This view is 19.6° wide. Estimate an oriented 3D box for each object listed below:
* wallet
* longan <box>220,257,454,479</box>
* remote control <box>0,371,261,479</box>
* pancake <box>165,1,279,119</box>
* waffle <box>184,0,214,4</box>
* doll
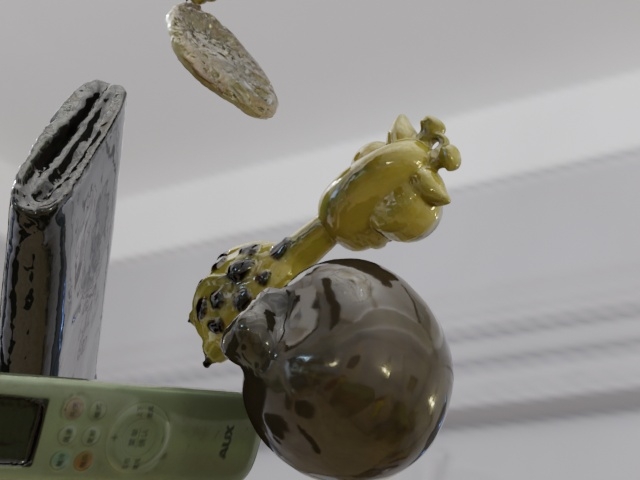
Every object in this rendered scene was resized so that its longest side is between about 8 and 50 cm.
[{"bbox_3d":[-0.253,0.067,1.765,0.062,0.228,0.406,15,-54,4],"label":"wallet"},{"bbox_3d":[0.013,0.103,1.508,0.204,0.185,0.159,20,-22,-26],"label":"longan"},{"bbox_3d":[-0.172,0.152,1.493,0.309,0.090,0.038,10,11,-42],"label":"remote control"},{"bbox_3d":[-0.088,-0.162,1.695,0.022,0.139,0.139,-43,-50,18],"label":"pancake"},{"bbox_3d":[-0.106,-0.299,1.438,0.051,0.231,0.228,-8,8,9],"label":"waffle"},{"bbox_3d":[0.000,0.000,1.588,0.291,0.117,0.086,-39,-36,13],"label":"doll"}]
